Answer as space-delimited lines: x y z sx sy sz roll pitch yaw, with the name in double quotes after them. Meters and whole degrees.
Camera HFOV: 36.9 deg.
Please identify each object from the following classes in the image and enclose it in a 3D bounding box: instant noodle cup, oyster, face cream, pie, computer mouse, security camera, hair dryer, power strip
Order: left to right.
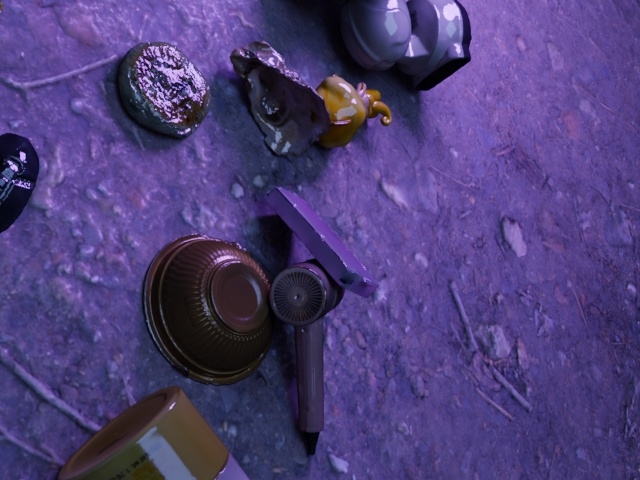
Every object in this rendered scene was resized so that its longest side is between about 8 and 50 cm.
-0.482 -0.089 1.439 0.106 0.062 0.192 40 50 -23 "computer mouse"
-0.238 0.344 1.376 0.179 0.218 0.218 55 47 -9 "face cream"
-0.274 -0.271 1.706 0.186 0.041 0.187 18 62 -36 "pie"
-0.161 0.107 1.626 0.274 0.090 0.274 17 63 -37 "instant noodle cup"
-0.076 -0.281 1.827 0.233 0.161 0.107 48 27 -7 "oyster"
-0.019 0.208 1.706 0.189 0.106 0.345 -16 106 -78 "hair dryer"
0.000 0.000 1.729 0.279 0.037 0.109 49 13 35 "power strip"
0.167 -0.450 2.075 0.277 0.197 0.191 0 73 -32 "security camera"

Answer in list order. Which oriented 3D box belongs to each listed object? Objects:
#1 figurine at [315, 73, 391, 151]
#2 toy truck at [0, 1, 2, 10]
0.050 -0.261 1.941 0.246 0.131 0.156 -27 127 -52 "figurine"
-0.583 -0.409 1.451 0.227 0.098 0.114 35 59 -28 "toy truck"
